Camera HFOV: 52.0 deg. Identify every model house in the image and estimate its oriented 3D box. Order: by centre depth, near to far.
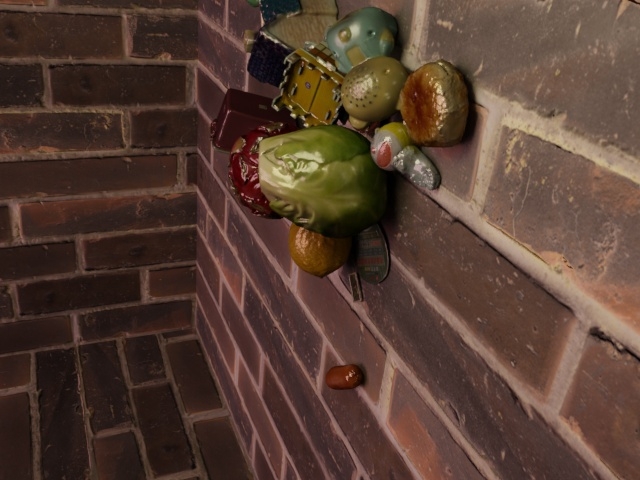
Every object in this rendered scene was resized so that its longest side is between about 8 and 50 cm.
[{"bbox_3d":[0.015,-0.426,1.775,0.198,0.215,0.224,35,142,9],"label":"model house"},{"bbox_3d":[-0.104,-0.617,1.947,0.243,0.284,0.299,-47,53,56],"label":"model house"}]

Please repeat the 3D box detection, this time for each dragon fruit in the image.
[{"bbox_3d":[-0.141,-0.220,2.103,0.329,0.329,0.330,174,90,-68],"label":"dragon fruit"}]

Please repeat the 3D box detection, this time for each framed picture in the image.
[{"bbox_3d":[0.104,0.141,1.968,0.066,0.006,0.089,154,107,-70],"label":"framed picture"}]

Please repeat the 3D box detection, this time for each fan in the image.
[{"bbox_3d":[0.127,-0.005,1.880,0.223,0.012,0.294,115,143,-55],"label":"fan"}]

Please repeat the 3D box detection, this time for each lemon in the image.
[{"bbox_3d":[0.000,0.000,1.951,0.192,0.192,0.231,-148,57,-62],"label":"lemon"}]

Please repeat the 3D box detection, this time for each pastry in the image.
[{"bbox_3d":[0.247,-0.285,1.405,0.192,0.093,0.182,174,89,-72],"label":"pastry"}]

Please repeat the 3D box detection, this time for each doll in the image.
[{"bbox_3d":[0.119,-0.412,1.580,0.177,0.161,0.261,-19,84,32],"label":"doll"}]

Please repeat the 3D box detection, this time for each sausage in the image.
[{"bbox_3d":[0.073,0.425,2.039,0.197,0.076,0.076,150,112,-64],"label":"sausage"}]

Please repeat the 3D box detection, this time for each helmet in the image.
[{"bbox_3d":[0.130,-0.332,1.727,0.089,0.057,0.111,50,149,-10],"label":"helmet"}]

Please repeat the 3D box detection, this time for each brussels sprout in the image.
[{"bbox_3d":[0.006,-0.155,1.683,0.289,0.354,0.282,-143,64,-80],"label":"brussels sprout"}]

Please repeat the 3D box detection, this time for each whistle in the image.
[{"bbox_3d":[0.193,-0.196,1.547,0.223,0.122,0.123,50,143,31],"label":"whistle"}]

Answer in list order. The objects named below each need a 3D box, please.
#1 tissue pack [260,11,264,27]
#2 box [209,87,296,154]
[{"bbox_3d":[-0.131,-0.707,2.138,0.071,0.170,0.326,0,98,23],"label":"tissue pack"},{"bbox_3d":[-0.224,-0.397,2.272,0.193,0.293,0.168,-100,27,-48],"label":"box"}]
